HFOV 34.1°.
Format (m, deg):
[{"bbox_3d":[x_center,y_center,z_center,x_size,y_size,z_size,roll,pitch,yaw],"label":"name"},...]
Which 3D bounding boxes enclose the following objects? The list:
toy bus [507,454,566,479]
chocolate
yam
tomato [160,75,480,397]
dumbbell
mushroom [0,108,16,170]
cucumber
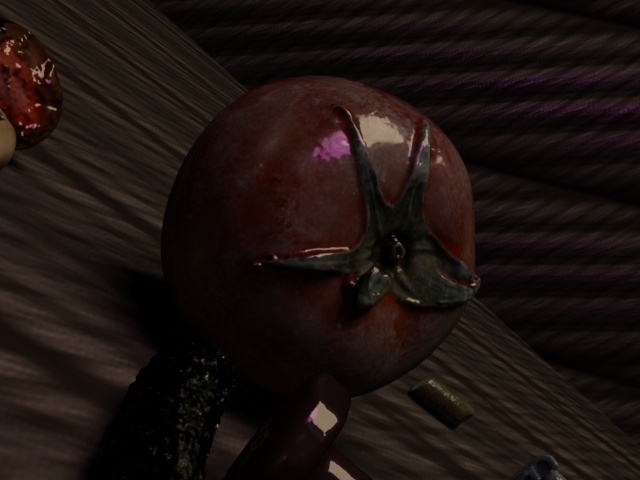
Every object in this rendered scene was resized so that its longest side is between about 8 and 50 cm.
[{"bbox_3d":[0.258,0.347,1.050,0.120,0.121,0.265,46,6,-27],"label":"toy bus"},{"bbox_3d":[-0.322,-0.150,1.035,0.127,0.124,0.133,-127,-163,-55],"label":"chocolate"},{"bbox_3d":[0.168,0.222,1.451,0.094,0.043,0.043,40,10,-12],"label":"yam"},{"bbox_3d":[0.000,0.000,1.016,0.316,0.317,0.282,34,-12,-33],"label":"tomato"},{"bbox_3d":[0.040,0.214,0.768,0.225,0.124,0.140,41,11,-2],"label":"dumbbell"},{"bbox_3d":[-0.319,-0.113,0.859,0.154,0.122,0.154,33,8,-5],"label":"mushroom"},{"bbox_3d":[-0.106,0.140,0.689,0.081,0.072,0.303,40,10,-7],"label":"cucumber"}]
